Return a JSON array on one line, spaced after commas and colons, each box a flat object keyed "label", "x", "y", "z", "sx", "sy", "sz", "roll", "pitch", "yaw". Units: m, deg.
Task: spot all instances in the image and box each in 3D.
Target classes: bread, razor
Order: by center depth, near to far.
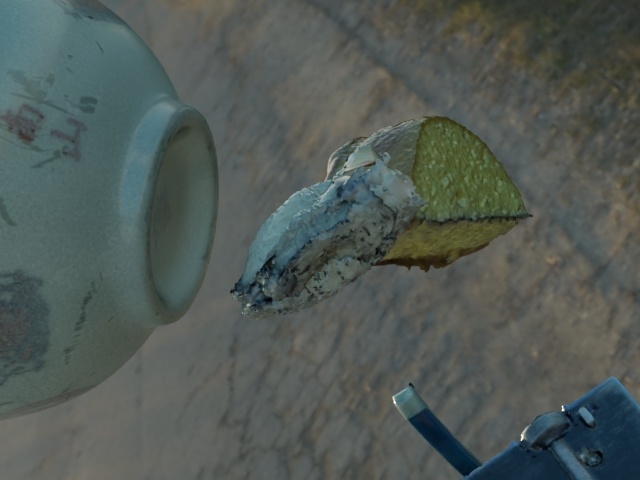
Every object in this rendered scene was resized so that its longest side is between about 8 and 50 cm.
[{"label": "razor", "x": 0.119, "y": 0.179, "z": 1.007, "sx": 0.068, "sy": 0.191, "sz": 0.037, "roll": -35, "pitch": 41, "yaw": 12}, {"label": "bread", "x": 0.086, "y": -0.048, "z": 1.154, "sx": 0.129, "sy": 0.134, "sz": 0.260, "roll": -30, "pitch": -13, "yaw": 35}]

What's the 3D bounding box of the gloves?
[{"label": "gloves", "x": 0.002, "y": 0.003, "z": 0.861, "sx": 0.153, "sy": 0.070, "sz": 0.114, "roll": -37, "pitch": 14, "yaw": 3}]

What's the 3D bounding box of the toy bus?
[{"label": "toy bus", "x": 0.144, "y": 0.242, "z": 0.966, "sx": 0.297, "sy": 0.131, "sz": 0.106, "roll": -33, "pitch": 56, "yaw": -4}]

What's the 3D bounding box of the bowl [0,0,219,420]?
[{"label": "bowl", "x": -0.204, "y": -0.030, "z": 1.018, "sx": 0.435, "sy": 0.196, "sz": 0.435, "roll": 7, "pitch": -90, "yaw": -78}]
